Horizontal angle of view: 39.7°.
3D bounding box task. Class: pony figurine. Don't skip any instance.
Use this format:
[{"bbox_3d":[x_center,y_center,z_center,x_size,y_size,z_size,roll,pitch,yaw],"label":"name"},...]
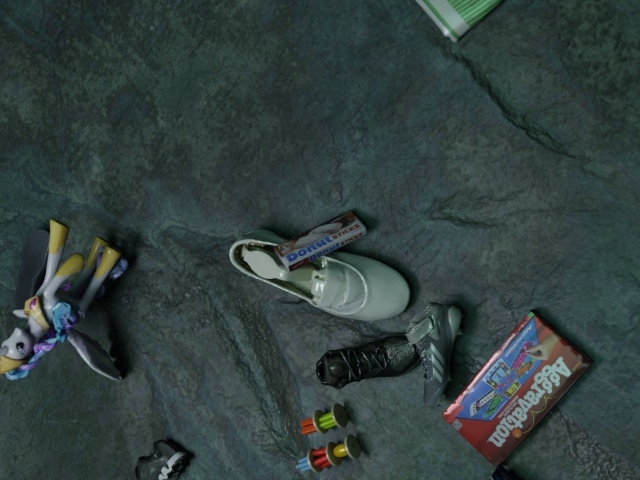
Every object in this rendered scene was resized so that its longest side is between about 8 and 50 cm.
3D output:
[{"bbox_3d":[-0.589,0.160,2.036,0.303,0.351,0.363,28,88,21],"label":"pony figurine"}]

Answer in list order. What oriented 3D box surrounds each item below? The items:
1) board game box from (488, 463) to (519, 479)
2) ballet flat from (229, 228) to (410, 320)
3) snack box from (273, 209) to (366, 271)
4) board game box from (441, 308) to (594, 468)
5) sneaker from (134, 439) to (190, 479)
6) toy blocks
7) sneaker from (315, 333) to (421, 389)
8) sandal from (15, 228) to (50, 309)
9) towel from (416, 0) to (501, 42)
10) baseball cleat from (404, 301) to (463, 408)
[{"bbox_3d":[0.348,0.558,1.668,0.194,0.060,0.194,41,119,13],"label":"board game box"},{"bbox_3d":[-0.018,0.076,1.799,0.400,0.139,0.139,19,103,26],"label":"ballet flat"},{"bbox_3d":[0.000,0.000,1.770,0.064,0.178,0.022,52,162,39],"label":"snack box"},{"bbox_3d":[0.365,0.280,1.662,0.145,0.027,0.281,42,112,19],"label":"board game box"},{"bbox_3d":[-0.399,0.562,2.082,0.106,0.078,0.234,39,107,24],"label":"sneaker"},{"bbox_3d":[-0.002,0.421,1.860,0.148,0.054,0.123,-27,81,28],"label":"toy blocks"},{"bbox_3d":[0.088,0.244,1.755,0.228,0.130,0.087,-13,89,26],"label":"sneaker"},{"bbox_3d":[-0.715,0.072,2.236,0.097,0.054,0.254,42,122,27],"label":"sandal"},{"bbox_3d":[0.292,-0.560,1.633,0.325,0.038,0.248,-43,75,23],"label":"towel"},{"bbox_3d":[0.206,0.218,1.704,0.109,0.072,0.205,13,93,-12],"label":"baseball cleat"}]
